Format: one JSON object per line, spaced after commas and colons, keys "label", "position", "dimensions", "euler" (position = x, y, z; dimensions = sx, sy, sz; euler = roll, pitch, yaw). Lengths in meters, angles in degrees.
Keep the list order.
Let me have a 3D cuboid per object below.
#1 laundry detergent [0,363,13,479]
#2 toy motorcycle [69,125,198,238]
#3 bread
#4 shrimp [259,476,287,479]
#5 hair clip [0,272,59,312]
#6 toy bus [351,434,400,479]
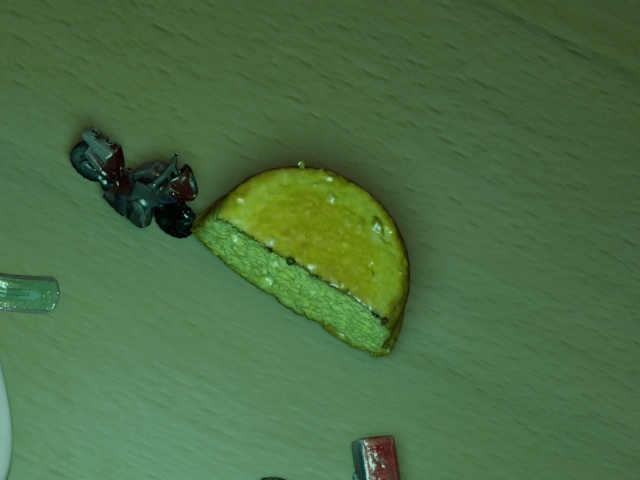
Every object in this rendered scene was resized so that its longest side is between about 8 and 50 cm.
{"label": "laundry detergent", "position": [-0.487, 0.277, 1.778], "dimensions": [0.159, 0.088, 0.335], "euler": [-11, 75, -9]}
{"label": "toy motorcycle", "position": [-0.262, -0.090, 1.923], "dimensions": [0.213, 0.122, 0.082], "euler": [33, 38, 1]}
{"label": "bread", "position": [0.000, 0.000, 1.905], "dimensions": [0.340, 0.194, 0.179], "euler": [32, 70, 4]}
{"label": "shrimp", "position": [-0.013, 0.397, 1.844], "dimensions": [0.190, 0.075, 0.073], "euler": [49, 38, -4]}
{"label": "hair clip", "position": [-0.439, 0.072, 1.887], "dimensions": [0.137, 0.022, 0.054], "euler": [6, 72, -9]}
{"label": "toy bus", "position": [0.086, 0.369, 1.866], "dimensions": [0.065, 0.077, 0.192], "euler": [-6, 72, -10]}
